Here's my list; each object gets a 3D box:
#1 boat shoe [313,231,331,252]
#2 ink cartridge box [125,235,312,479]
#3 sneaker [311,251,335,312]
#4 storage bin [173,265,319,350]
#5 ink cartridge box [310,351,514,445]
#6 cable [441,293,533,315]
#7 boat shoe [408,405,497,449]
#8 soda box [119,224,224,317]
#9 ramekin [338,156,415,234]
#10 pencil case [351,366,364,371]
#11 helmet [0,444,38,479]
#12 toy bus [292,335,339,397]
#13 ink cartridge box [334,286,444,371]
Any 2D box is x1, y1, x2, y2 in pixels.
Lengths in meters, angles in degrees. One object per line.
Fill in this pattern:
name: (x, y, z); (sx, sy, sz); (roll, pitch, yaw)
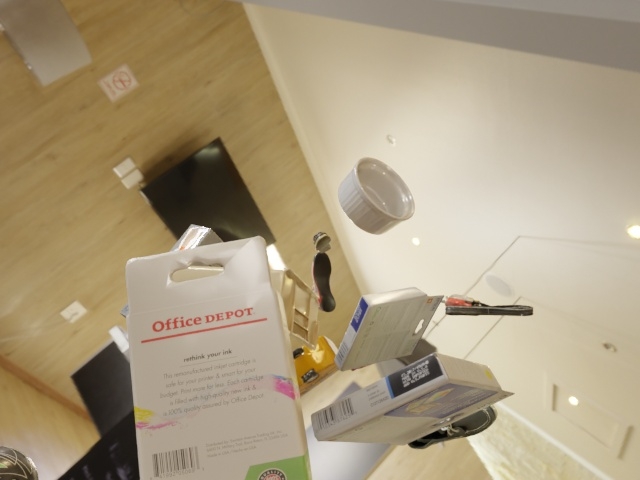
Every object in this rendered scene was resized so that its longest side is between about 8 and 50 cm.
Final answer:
boat shoe: (0.000, 0.000, 1.493); (0.049, 0.056, 0.152); (59, -6, 15)
ink cartridge box: (-0.137, 0.189, 0.681); (0.119, 0.208, 0.352); (86, -6, -77)
sneaker: (-0.005, 0.184, 2.228); (0.145, 0.090, 0.269); (176, -96, -70)
storage bin: (-0.157, 0.146, 1.041); (0.263, 0.123, 0.260); (1, -21, 16)
ink cartridge box: (0.193, 0.332, 1.009); (0.307, 0.304, 0.072); (24, 38, -47)
cable: (0.508, 0.202, 1.564); (0.287, 0.140, 0.072); (-8, -98, 45)
boat shoe: (0.390, 0.567, 1.510); (0.319, 0.099, 0.116); (-37, -97, 41)
soda box: (-0.352, 0.100, 1.234); (0.091, 0.286, 0.098); (11, -33, 42)
ramekin: (0.195, -0.153, 1.804); (0.277, 0.277, 0.135); (48, -52, 2)
pencil case: (0.187, 0.394, 1.808); (0.095, 0.210, 0.098); (62, 9, -47)
helmet: (-0.624, 0.464, 0.925); (0.170, 0.161, 0.169); (21, -34, 15)
toy bus: (-0.090, 0.449, 1.619); (0.108, 0.333, 0.130); (55, 3, 30)
ink cartridge box: (0.163, 0.209, 1.200); (0.045, 0.224, 0.223); (54, -44, 42)
